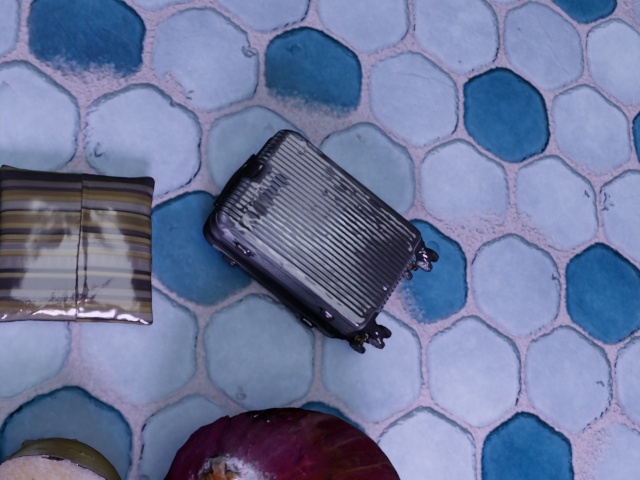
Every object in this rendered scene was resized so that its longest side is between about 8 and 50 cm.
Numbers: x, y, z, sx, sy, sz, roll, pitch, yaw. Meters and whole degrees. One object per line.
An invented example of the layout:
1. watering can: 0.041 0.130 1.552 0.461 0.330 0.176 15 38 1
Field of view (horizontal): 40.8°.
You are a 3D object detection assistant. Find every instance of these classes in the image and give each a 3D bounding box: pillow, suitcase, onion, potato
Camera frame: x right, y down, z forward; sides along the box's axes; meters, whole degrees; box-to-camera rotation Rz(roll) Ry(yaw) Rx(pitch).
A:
1. pillow: -0.327 0.007 1.153 0.208 0.052 0.212 2 76 -16
2. suitcase: 0.000 0.000 1.235 0.312 0.128 0.202 39 68 -7
3. onion: -0.024 0.386 1.073 0.385 0.347 0.348 35 62 -52
4. potato: -0.306 0.313 1.059 0.202 0.117 0.182 30 109 -11
